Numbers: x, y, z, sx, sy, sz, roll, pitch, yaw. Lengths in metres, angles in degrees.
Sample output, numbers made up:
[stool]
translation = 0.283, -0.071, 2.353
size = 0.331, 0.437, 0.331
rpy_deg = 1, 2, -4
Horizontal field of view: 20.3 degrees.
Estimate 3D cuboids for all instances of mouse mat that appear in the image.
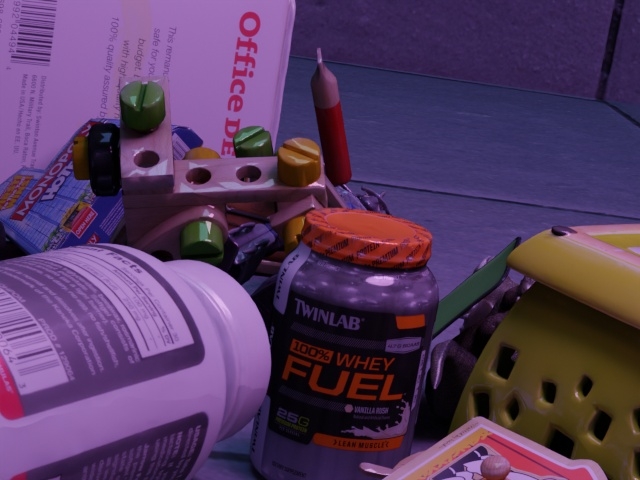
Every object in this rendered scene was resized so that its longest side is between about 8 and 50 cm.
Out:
[mouse mat]
translation = 0.085, 0.071, 1.429
size = 0.007, 0.189, 0.152
rpy_deg = 47, 17, -2

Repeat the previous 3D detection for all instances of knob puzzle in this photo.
[knob puzzle]
translation = 0.105, 0.180, 1.105
size = 0.213, 0.030, 0.213
rpy_deg = -7, 29, 4

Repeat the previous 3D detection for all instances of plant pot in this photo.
[plant pot]
translation = 0.252, 0.105, 1.291
size = 0.228, 0.207, 0.227
rpy_deg = -3, 19, -37

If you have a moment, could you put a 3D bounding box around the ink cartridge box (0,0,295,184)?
[ink cartridge box]
translation = -0.246, -0.159, 1.859
size = 0.384, 0.279, 0.160
rpy_deg = 5, 14, -21

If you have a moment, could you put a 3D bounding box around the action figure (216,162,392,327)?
[action figure]
translation = 0.000, 0.000, 1.709
size = 0.185, 0.099, 0.285
rpy_deg = 42, 33, 10

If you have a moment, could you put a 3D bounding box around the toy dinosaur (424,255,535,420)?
[toy dinosaur]
translation = 0.149, 0.096, 1.455
size = 0.121, 0.160, 0.313
rpy_deg = 42, 29, -1

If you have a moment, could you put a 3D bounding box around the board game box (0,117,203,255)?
[board game box]
translation = -0.234, -0.045, 1.683
size = 0.194, 0.194, 0.060
rpy_deg = 10, -31, 50

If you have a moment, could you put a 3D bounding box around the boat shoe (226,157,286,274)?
[boat shoe]
translation = -0.071, -0.028, 1.806
size = 0.307, 0.104, 0.110
rpy_deg = 2, 14, -30

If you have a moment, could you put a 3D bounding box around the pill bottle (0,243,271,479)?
[pill bottle]
translation = -0.170, 0.096, 1.104
size = 0.176, 0.176, 0.318
rpy_deg = 18, 16, 30

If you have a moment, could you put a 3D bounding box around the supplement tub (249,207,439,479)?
[supplement tub]
translation = 0.019, 0.079, 1.266
size = 0.117, 0.190, 0.117
rpy_deg = 8, 14, -2

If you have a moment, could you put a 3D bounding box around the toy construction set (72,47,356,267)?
[toy construction set]
translation = -0.065, -0.058, 1.457
size = 0.257, 0.237, 0.309
rpy_deg = 9, 42, 21

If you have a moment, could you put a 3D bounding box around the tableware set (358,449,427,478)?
[tableware set]
translation = 0.116, 0.179, 1.175
size = 0.128, 0.039, 0.194
rpy_deg = -22, 29, -32

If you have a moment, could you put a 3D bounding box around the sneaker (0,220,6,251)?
[sneaker]
translation = -0.390, -0.022, 1.654
size = 0.217, 0.079, 0.121
rpy_deg = 25, 16, 22
